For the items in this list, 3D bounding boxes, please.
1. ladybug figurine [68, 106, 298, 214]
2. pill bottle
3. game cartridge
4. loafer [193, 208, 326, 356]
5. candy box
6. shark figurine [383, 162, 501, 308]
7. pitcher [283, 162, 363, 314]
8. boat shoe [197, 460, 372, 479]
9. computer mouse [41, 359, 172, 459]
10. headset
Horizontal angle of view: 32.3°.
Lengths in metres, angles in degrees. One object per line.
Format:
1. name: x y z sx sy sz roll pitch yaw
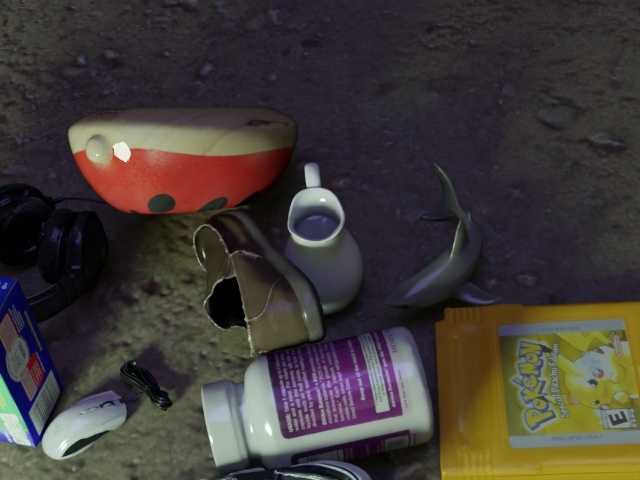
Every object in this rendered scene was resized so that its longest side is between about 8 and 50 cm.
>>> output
1. ladybug figurine: -0.213 -0.131 1.765 0.305 0.162 0.449 4 8 34
2. pill bottle: -0.006 0.229 1.536 0.301 0.169 0.169 -12 50 -4
3. game cartridge: 0.328 0.212 1.587 0.323 0.053 0.285 -2 50 4
4. loafer: -0.124 0.057 1.653 0.130 0.134 0.366 -21 26 -20
5. candy box: -0.566 0.158 1.598 0.317 0.268 0.122 8 49 14
6. shark figurine: 0.210 -0.005 1.715 0.166 0.116 0.278 7 44 17
7. pitcher: 0.000 0.000 1.700 0.125 0.207 0.178 -5 50 3
8. boat shoe: -0.080 0.342 1.431 0.301 0.102 0.108 -9 74 25
9. computer mouse: -0.325 0.254 1.635 0.193 0.042 0.106 -32 55 -18
10. headset: -0.450 -0.028 1.791 0.243 0.185 0.394 22 48 22
